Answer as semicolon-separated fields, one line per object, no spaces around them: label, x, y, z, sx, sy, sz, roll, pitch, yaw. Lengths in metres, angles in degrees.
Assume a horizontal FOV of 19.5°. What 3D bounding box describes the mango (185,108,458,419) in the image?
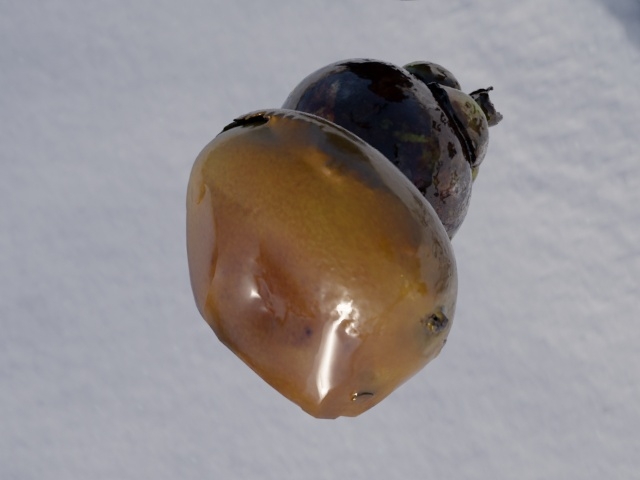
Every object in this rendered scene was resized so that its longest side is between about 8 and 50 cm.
mango;0.000;0.000;1.354;0.236;0.136;0.166;38;119;21

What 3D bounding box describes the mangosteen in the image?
mangosteen;0.066;-0.073;1.618;0.217;0.192;0.192;-22;51;-28
